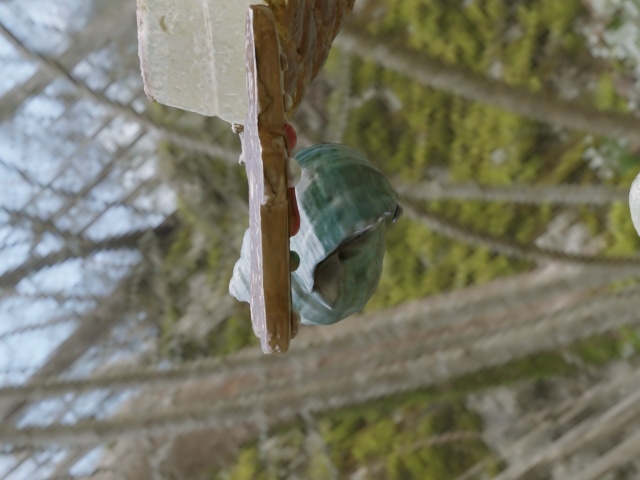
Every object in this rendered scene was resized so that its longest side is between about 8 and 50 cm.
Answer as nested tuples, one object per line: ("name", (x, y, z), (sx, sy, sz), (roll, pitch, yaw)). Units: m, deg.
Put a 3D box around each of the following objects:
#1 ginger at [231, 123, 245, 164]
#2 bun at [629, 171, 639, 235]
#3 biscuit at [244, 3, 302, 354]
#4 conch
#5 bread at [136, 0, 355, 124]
("ginger", (-0.091, -0.148, 2.486), (0.137, 0.044, 0.057), (73, -151, -55))
("bun", (0.421, -0.016, 2.064), (0.188, 0.111, 0.164), (43, 157, 31))
("biscuit", (-0.044, -0.059, 1.871), (0.216, 0.047, 0.339), (-135, 43, -79))
("conch", (0.000, 0.000, 2.153), (0.195, 0.277, 0.220), (50, -142, -17))
("bread", (-0.087, -0.325, 2.358), (0.207, 0.279, 0.279), (17, -129, 14))
